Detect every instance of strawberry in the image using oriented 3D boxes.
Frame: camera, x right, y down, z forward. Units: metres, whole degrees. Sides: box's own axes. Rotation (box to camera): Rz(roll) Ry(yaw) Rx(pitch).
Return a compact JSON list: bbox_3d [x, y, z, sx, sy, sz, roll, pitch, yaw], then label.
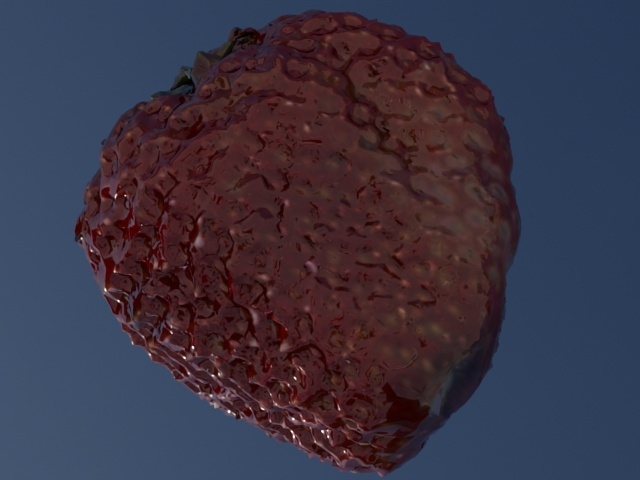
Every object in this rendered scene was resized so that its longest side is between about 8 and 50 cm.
[{"bbox_3d":[0.000,0.000,1.375,0.312,0.267,0.351,-53,-138,12],"label":"strawberry"}]
